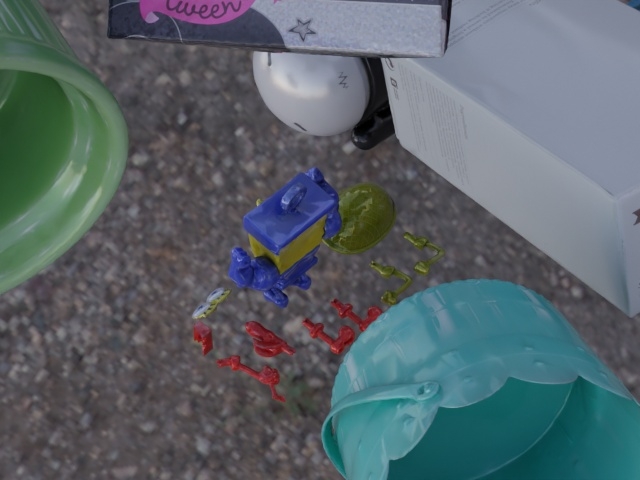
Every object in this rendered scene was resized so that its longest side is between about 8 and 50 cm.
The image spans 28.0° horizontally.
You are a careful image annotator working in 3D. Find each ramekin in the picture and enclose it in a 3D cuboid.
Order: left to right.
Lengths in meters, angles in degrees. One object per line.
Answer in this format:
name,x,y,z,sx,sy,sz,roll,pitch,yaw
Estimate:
ramekin,-0.308,-0.077,0.940,0.303,0.303,0.148,-35,65,8

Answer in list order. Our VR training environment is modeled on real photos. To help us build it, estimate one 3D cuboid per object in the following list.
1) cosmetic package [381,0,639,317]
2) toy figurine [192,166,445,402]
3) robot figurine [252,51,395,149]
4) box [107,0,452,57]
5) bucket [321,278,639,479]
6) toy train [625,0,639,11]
cosmetic package,0.252,-0.119,1.271,0.217,0.156,0.385,-29,43,-15
toy figurine,0.000,0.000,1.626,0.362,0.217,0.191,-37,60,-27
robot figurine,0.040,-0.247,1.621,0.209,0.174,0.278,41,58,15
box,-0.023,-0.221,0.956,0.247,0.142,0.163,5,100,6
bucket,0.142,0.181,1.100,0.281,0.281,0.183,-36,32,7
toy train,0.418,-0.276,1.513,0.105,0.248,0.143,-6,61,-6
